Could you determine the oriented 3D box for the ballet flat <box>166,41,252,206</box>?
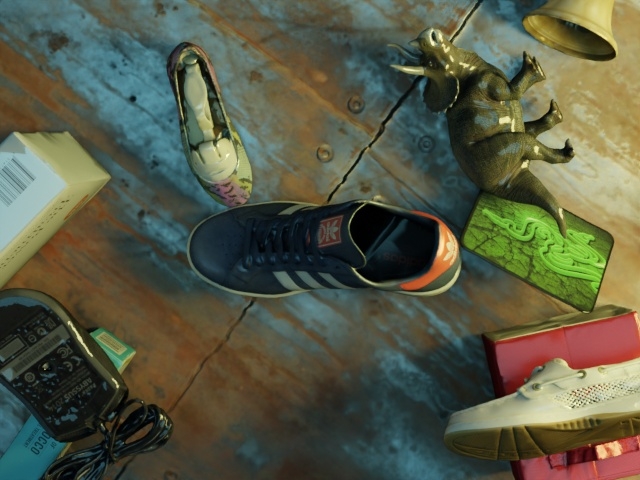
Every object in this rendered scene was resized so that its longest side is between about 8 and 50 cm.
[{"bbox_3d":[-0.146,-0.146,1.819,0.077,0.079,0.221,-17,95,2],"label":"ballet flat"}]

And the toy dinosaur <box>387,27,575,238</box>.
[{"bbox_3d":[0.223,-0.142,1.809,0.160,0.121,0.313,-24,99,15],"label":"toy dinosaur"}]

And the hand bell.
[{"bbox_3d":[0.355,-0.360,1.792,0.126,0.126,0.242,23,82,-1],"label":"hand bell"}]

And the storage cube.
[{"bbox_3d":[0.313,0.194,1.773,0.183,0.215,0.193,-13,88,3],"label":"storage cube"}]

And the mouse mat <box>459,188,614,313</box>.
[{"bbox_3d":[0.276,0.000,1.803,0.189,0.152,0.007,29,138,-2],"label":"mouse mat"}]

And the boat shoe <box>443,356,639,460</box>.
[{"bbox_3d":[0.274,0.184,1.635,0.277,0.098,0.096,-10,60,4],"label":"boat shoe"}]

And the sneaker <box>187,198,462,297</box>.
[{"bbox_3d":[0.000,0.000,1.773,0.350,0.148,0.131,-1,77,6],"label":"sneaker"}]

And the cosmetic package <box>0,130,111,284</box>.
[{"bbox_3d":[-0.438,0.028,1.739,0.377,0.284,0.097,-45,94,5],"label":"cosmetic package"}]

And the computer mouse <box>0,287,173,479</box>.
[{"bbox_3d":[-0.324,0.172,1.760,0.188,0.072,0.272,-31,104,2],"label":"computer mouse"}]

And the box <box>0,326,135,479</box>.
[{"bbox_3d":[-0.338,0.231,1.845,0.060,0.100,0.244,36,94,0],"label":"box"}]
